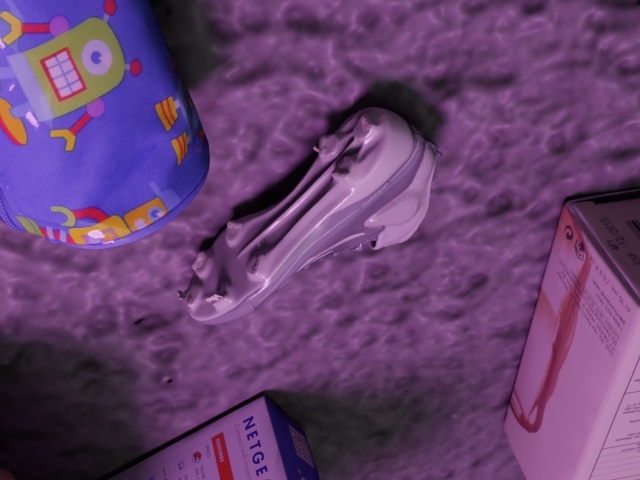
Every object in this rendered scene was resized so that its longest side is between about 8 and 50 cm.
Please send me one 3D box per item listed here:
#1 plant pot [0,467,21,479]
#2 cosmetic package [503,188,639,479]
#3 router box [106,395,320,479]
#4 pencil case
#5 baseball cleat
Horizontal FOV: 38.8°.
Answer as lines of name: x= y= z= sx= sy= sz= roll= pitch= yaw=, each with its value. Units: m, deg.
plant pot: x=-0.275 y=0.274 z=0.612 sx=0.207 sy=0.227 sz=0.228 roll=-38 pitch=162 yaw=-13
cosmetic package: x=0.268 y=0.106 z=0.777 sx=0.153 sy=0.129 sz=0.296 roll=-8 pitch=133 yaw=-13
router box: x=-0.115 y=0.338 z=0.716 sx=0.301 sy=0.335 sz=0.082 roll=-29 pitch=137 yaw=9
pencil case: x=-0.154 y=-0.128 z=0.422 sx=0.133 sy=0.119 sz=0.306 roll=-41 pitch=138 yaw=-21
baseball cleat: x=0.000 y=0.000 z=0.630 sx=0.206 sy=0.072 sz=0.109 roll=-40 pitch=138 yaw=24
